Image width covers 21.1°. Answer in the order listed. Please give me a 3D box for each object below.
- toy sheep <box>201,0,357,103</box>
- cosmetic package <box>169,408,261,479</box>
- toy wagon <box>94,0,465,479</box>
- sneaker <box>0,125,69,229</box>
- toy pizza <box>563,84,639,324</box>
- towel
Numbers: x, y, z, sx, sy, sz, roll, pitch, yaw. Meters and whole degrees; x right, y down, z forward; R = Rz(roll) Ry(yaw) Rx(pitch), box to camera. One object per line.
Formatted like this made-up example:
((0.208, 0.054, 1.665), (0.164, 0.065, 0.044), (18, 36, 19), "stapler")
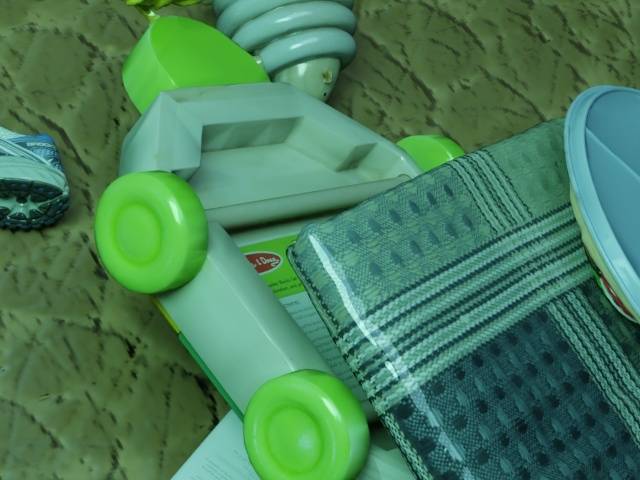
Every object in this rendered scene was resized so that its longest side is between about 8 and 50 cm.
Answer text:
((-0.023, -0.133, 0.993), (0.091, 0.091, 0.132), (-11, 81, -23), "toy sheep")
((0.028, 0.184, 0.819), (0.239, 0.060, 0.099), (37, 53, 8), "cosmetic package")
((0.000, 0.000, 0.868), (0.344, 0.068, 0.267), (51, 30, 18), "toy wagon")
((-0.201, -0.044, 0.909), (0.135, 0.052, 0.058), (11, 46, -19), "sneaker")
((0.189, 0.009, 0.884), (0.201, 0.032, 0.201), (32, 39, -29), "toy pizza")
((0.145, 0.093, 0.833), (0.312, 0.056, 0.324), (57, 35, 8), "towel")
